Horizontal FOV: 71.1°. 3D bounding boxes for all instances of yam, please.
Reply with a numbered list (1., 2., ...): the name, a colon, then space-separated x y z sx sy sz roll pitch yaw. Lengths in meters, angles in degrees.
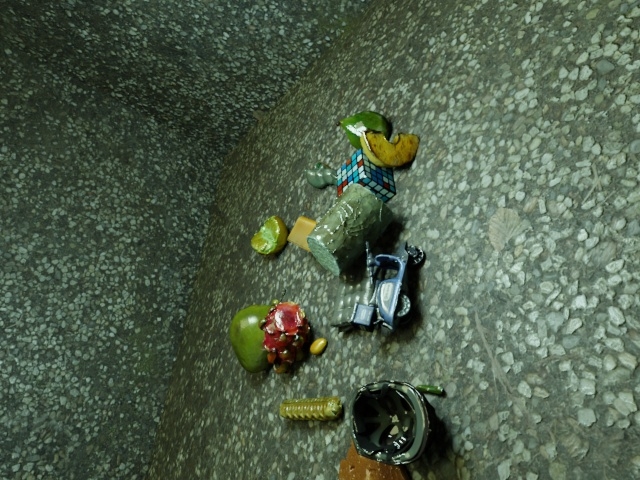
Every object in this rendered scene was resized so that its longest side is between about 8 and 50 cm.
1. yam: 0.113 -0.050 1.752 0.348 0.241 0.241 -48 26 -18

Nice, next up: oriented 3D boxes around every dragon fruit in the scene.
1. dragon fruit: -0.164 0.424 1.973 0.227 0.243 0.308 13 72 20

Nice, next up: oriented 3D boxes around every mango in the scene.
1. mango: -0.006 0.448 1.894 0.089 0.046 0.060 -40 39 16

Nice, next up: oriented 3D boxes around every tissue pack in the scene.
1. tissue pack: 0.000 0.000 2.060 0.274 0.194 0.146 22 88 59

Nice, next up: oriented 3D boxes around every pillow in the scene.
1. pillow: 0.152 0.197 1.772 0.228 0.101 0.327 -20 50 49

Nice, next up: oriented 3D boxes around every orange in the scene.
1. orange: -0.271 -0.016 2.533 0.237 0.158 0.179 -54 38 11

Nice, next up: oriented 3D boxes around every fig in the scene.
1. fig: -0.311 0.472 2.159 0.258 0.257 0.327 -1 84 57
2. fig: 0.192 -0.535 2.110 0.203 0.235 0.203 -43 34 39

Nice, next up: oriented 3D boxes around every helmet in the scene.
1. helmet: 0.237 0.534 1.317 0.305 0.177 0.225 -13 64 43

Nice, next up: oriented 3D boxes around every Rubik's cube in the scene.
1. Rubik's cube: 0.193 -0.253 1.949 0.187 0.184 0.182 -38 40 37

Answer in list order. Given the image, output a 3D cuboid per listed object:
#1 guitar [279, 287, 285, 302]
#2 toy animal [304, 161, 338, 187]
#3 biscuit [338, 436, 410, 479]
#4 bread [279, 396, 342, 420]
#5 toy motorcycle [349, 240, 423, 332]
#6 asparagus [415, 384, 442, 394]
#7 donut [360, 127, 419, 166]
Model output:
1. guitar: -0.240 0.354 2.347 0.234 0.025 0.088 -62 29 6
2. toy animal: 0.036 -0.335 2.353 0.251 0.127 0.126 18 72 46
3. biscuit: 0.169 0.746 1.398 0.306 0.043 0.284 -17 54 50
4. bread: -0.044 0.662 1.762 0.367 0.084 0.077 -24 89 47
5. toy motorcycle: 0.236 0.153 1.592 0.212 0.125 0.359 8 62 21
6. asparagus: 0.336 0.454 1.370 0.108 0.021 0.025 -15 52 54
7. donut: 0.284 -0.372 1.872 0.101 0.258 0.152 153 117 -65
